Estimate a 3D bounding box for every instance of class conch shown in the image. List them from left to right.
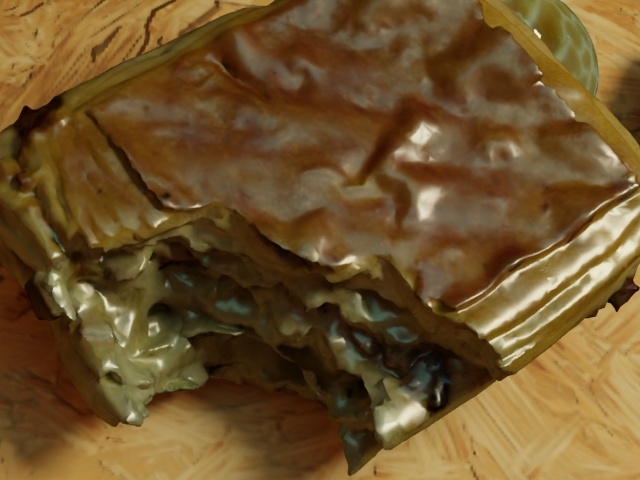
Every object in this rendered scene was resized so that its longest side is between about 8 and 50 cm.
[{"bbox_3d":[0.140,-0.138,1.359,0.173,0.106,0.116,13,70,-22],"label":"conch"}]

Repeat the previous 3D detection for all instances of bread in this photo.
[{"bbox_3d":[0.000,0.000,1.170,0.370,0.191,0.314,-33,72,-18],"label":"bread"}]
